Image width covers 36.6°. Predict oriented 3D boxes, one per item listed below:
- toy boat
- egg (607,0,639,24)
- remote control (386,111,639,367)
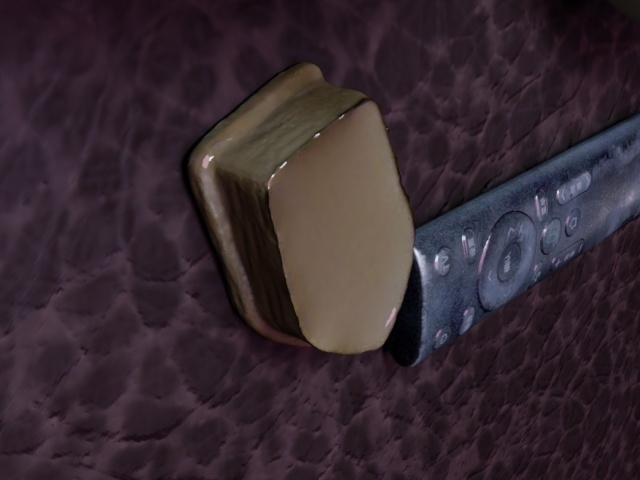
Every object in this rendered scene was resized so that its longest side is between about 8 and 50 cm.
[{"bbox_3d":[0.000,0.000,0.585,0.116,0.061,0.188,-44,135,-28],"label":"toy boat"},{"bbox_3d":[0.293,-0.250,0.689,0.269,0.219,0.219,-24,123,-35],"label":"egg"},{"bbox_3d":[0.187,-0.016,0.808,0.378,0.044,0.107,-26,121,-41],"label":"remote control"}]
